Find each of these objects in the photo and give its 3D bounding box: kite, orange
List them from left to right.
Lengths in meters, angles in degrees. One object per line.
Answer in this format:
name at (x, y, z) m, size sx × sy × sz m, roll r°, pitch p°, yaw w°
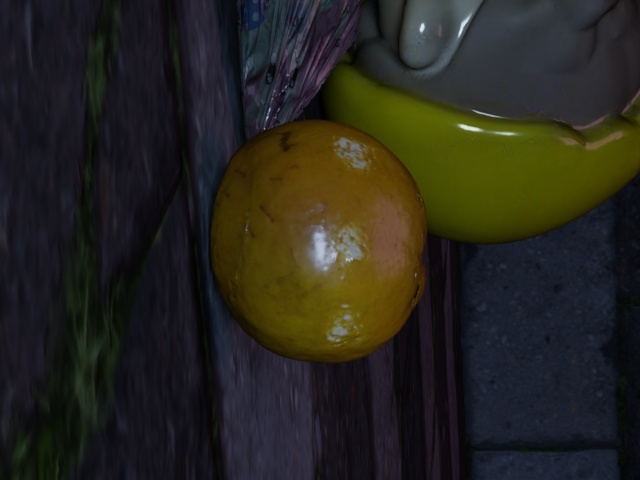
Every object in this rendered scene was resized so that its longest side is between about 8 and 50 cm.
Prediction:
kite at (-0.006, -0.093, 0.646) m, size 0.139 × 0.011 × 0.157 m, roll -2°, pitch 108°, yaw -72°
orange at (0.000, 0.000, 0.580) m, size 0.083 × 0.070 × 0.083 m, roll 1°, pitch 90°, yaw -87°

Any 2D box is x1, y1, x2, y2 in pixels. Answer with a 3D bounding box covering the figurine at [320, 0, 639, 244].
figurine at (0.086, -0.150, 0.838) m, size 0.215 × 0.187 × 0.344 m, roll -53°, pitch 154°, yaw -31°
